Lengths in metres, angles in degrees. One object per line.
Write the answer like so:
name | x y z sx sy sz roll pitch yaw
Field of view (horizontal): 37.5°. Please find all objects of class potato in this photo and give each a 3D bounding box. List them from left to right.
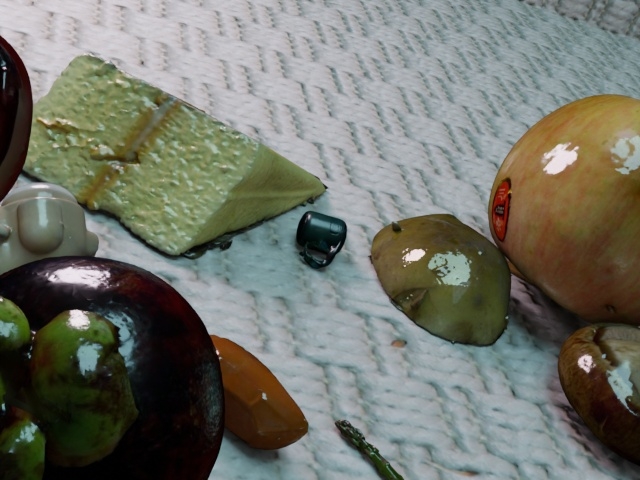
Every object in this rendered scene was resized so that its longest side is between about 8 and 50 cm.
potato | 0.205 0.032 1.542 0.239 0.116 0.299 9 33 -16

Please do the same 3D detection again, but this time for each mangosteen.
mangosteen | -0.234 0.151 0.870 0.311 0.311 0.311 18 32 -12

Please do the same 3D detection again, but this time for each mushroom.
mushroom | 0.484 0.213 1.395 0.267 0.254 0.267 -5 35 3

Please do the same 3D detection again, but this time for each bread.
bread | -0.226 -0.111 1.532 0.346 0.242 0.405 31 -1 16

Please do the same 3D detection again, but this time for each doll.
doll | -0.315 0.029 1.054 0.154 0.278 0.119 -8 70 -6

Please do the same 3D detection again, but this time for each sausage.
sausage | -0.094 0.183 1.130 0.179 0.089 0.089 38 33 29

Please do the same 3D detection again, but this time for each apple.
apple | 0.484 -0.058 1.590 0.392 0.346 0.391 33 11 -8

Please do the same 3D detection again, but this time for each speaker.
speaker | 0.002 -0.002 1.491 0.075 0.060 0.094 15 33 -13

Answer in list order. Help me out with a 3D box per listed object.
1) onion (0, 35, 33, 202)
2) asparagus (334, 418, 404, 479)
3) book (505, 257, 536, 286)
onion | -0.531 -0.177 1.146 0.341 0.341 0.341 18 32 -12
asparagus | 0.101 0.304 1.144 0.024 0.025 0.248 -39 60 -9
book | 0.401 0.052 1.733 0.172 0.012 0.118 30 32 9
